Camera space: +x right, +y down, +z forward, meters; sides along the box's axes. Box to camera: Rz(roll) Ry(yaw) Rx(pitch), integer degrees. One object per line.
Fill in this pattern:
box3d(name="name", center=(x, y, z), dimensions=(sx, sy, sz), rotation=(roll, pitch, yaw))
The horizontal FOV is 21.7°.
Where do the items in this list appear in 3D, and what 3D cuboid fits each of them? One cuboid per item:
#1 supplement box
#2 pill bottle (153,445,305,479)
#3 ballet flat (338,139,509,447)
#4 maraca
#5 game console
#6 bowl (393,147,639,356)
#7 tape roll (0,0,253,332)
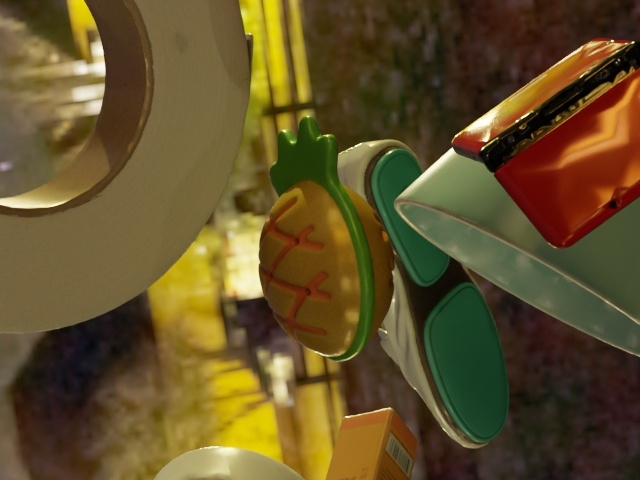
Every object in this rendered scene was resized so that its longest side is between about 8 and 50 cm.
box3d(name="supplement box", center=(0.050, 0.318, 2.020), dimensions=(0.080, 0.078, 0.233), rotation=(54, -143, -31))
box3d(name="pill bottle", center=(-0.123, 0.368, 1.439), dimensions=(0.392, 0.224, 0.224), rotation=(-64, -28, -56))
box3d(name="ballet flat", center=(0.107, 0.060, 1.958), dimensions=(0.139, 0.139, 0.400), rotation=(-110, -3, -69))
box3d(name="maraca", center=(0.000, 0.000, 1.267), dimensions=(0.127, 0.099, 0.185), rotation=(-23, 78, 58))
box3d(name="game console", center=(0.187, -0.073, 1.215), dimensions=(0.085, 0.144, 0.124), rotation=(57, 174, -15))
box3d(name="bowl", center=(0.242, -0.025, 1.587), dimensions=(0.163, 0.311, 0.311), rotation=(-60, 1, -6))
box3d(name="tape roll", center=(-0.229, -0.124, 1.266), dimensions=(0.072, 0.392, 0.392), rotation=(11, 114, 52))
